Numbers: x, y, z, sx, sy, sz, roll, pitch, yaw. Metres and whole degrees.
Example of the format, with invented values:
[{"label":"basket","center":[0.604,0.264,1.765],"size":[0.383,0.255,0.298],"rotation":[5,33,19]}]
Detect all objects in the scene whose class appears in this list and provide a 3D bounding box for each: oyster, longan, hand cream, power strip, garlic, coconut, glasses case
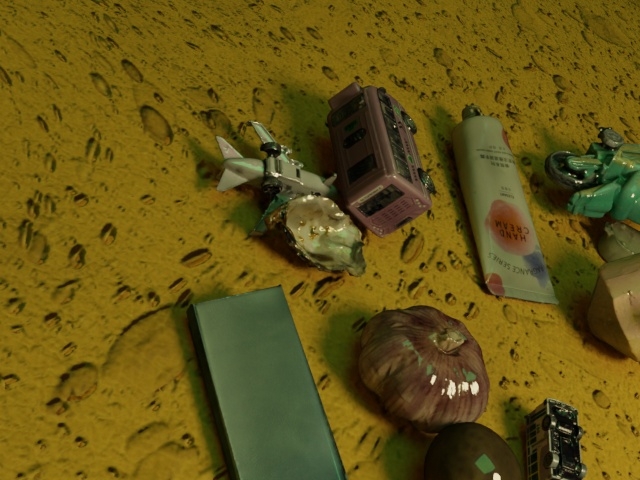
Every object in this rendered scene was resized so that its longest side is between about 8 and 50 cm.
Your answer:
[{"label":"oyster","center":[-0.008,-0.006,1.107],"size":[0.148,0.051,0.103],"rotation":[34,43,-34]},{"label":"longan","center":[0.161,0.238,0.964],"size":[0.106,0.106,0.119],"rotation":[48,37,13]},{"label":"hand cream","center":[0.254,-0.062,1.342],"size":[0.124,0.078,0.340],"rotation":[11,51,-28]},{"label":"power strip","center":[0.549,0.058,1.445],"size":[0.286,0.048,0.080],"rotation":[31,38,-7]},{"label":"garlic","center":[0.118,0.137,1.025],"size":[0.159,0.102,0.147],"rotation":[38,42,2]},{"label":"coconut","center":[0.439,0.090,1.270],"size":[0.147,0.153,0.147],"rotation":[-18,90,-77]},{"label":"glasses case","center":[-0.052,0.175,0.919],"size":[0.105,0.056,0.266],"rotation":[-12,56,-13]}]

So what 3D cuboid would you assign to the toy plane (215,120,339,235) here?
[{"label":"toy plane","center":[-0.049,-0.075,1.141],"size":[0.171,0.065,0.162],"rotation":[9,59,-22]}]

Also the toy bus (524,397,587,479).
[{"label":"toy bus","center":[0.267,0.239,1.067],"size":[0.052,0.058,0.102],"rotation":[23,47,-17]}]

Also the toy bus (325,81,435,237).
[{"label":"toy bus","center":[0.071,-0.109,1.207],"size":[0.108,0.096,0.198],"rotation":[35,33,-40]}]

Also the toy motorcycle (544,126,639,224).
[{"label":"toy motorcycle","center":[0.496,-0.079,1.459],"size":[0.297,0.109,0.198],"rotation":[0,42,-18]}]
